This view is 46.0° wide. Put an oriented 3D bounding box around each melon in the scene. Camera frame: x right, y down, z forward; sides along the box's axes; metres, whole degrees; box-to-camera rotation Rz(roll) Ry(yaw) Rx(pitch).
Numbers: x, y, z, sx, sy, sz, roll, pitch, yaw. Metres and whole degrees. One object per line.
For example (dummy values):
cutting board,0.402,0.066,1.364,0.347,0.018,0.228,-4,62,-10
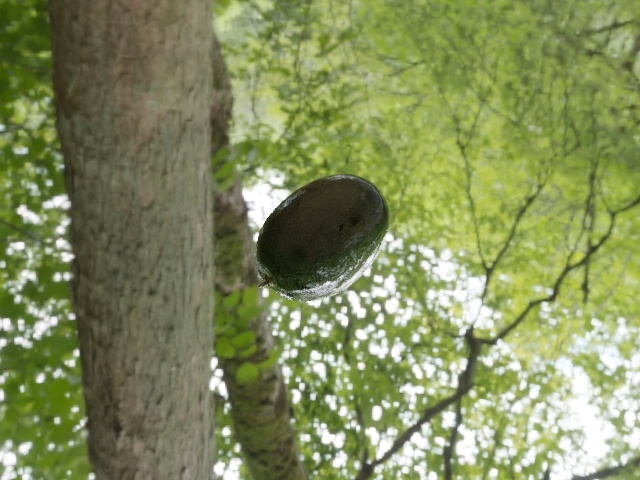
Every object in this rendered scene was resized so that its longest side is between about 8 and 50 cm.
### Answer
melon,0.000,0.000,0.789,0.167,0.114,0.114,-39,-139,-21
